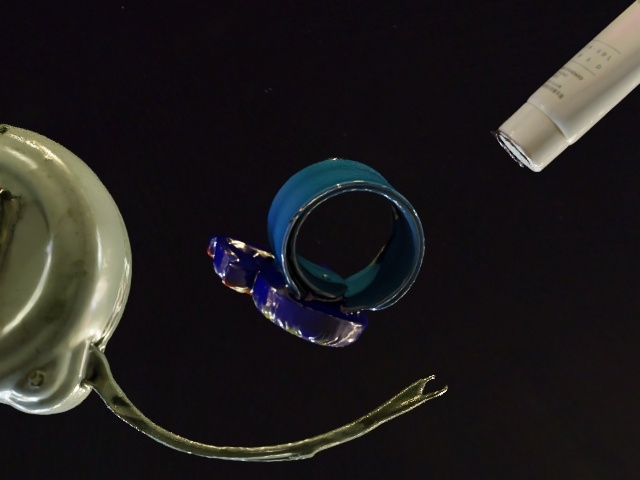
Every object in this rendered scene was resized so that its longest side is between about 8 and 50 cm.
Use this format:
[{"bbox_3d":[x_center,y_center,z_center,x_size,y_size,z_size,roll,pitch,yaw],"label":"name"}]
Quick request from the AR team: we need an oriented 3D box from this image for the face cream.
[{"bbox_3d":[0.267,-0.161,0.733,0.244,0.092,0.058,-43,-58,6],"label":"face cream"}]

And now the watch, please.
[{"bbox_3d":[0.008,0.005,0.930,0.196,0.171,0.200,22,-74,-30],"label":"watch"}]

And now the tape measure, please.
[{"bbox_3d":[-0.094,0.026,0.412,0.331,0.084,0.163,4,-95,3],"label":"tape measure"}]
